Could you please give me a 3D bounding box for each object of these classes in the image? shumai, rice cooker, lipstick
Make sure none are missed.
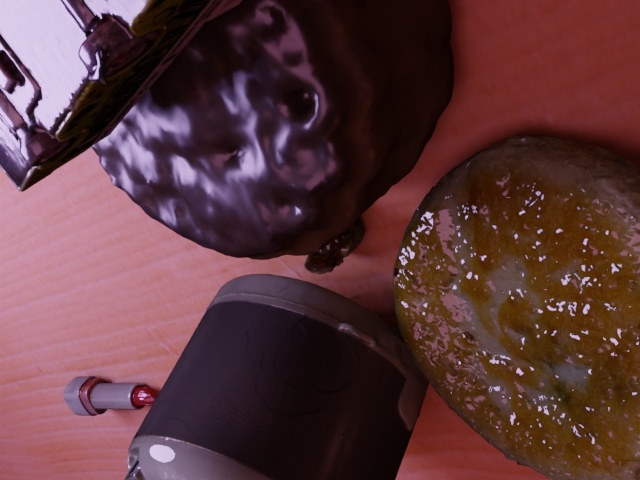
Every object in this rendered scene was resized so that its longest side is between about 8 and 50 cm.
[{"bbox_3d":[0.000,0.000,0.762,0.082,0.080,0.083,23,135,20],"label":"shumai"},{"bbox_3d":[-0.041,0.195,0.804,0.288,0.277,0.288,18,147,12],"label":"rice cooker"},{"bbox_3d":[-0.330,0.253,1.201,0.186,0.057,0.063,-6,119,31],"label":"lipstick"}]

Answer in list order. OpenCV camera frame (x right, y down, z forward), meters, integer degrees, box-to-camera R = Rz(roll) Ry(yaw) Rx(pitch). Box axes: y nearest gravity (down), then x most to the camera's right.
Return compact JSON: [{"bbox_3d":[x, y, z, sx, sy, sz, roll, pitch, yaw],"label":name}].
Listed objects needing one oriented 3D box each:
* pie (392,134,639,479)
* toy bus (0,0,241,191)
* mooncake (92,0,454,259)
[{"bbox_3d":[0.192,0.065,0.646,0.323,0.070,0.324,18,117,40],"label":"pie"},{"bbox_3d":[-0.142,-0.139,0.461,0.113,0.139,0.301,54,142,-8],"label":"toy bus"},{"bbox_3d":[-0.061,-0.141,0.622,0.323,0.187,0.324,19,131,24],"label":"mooncake"}]
